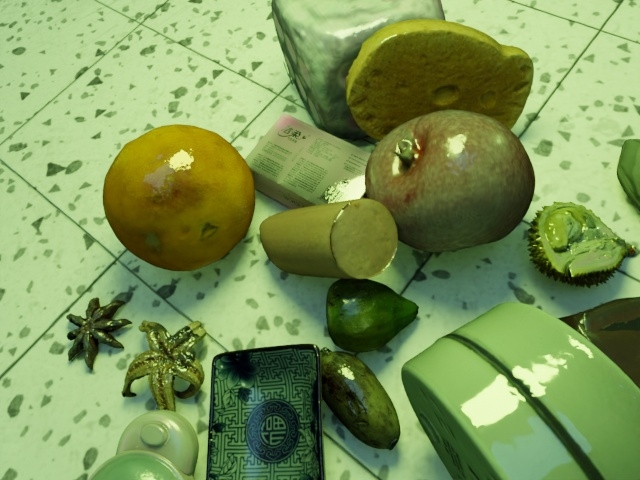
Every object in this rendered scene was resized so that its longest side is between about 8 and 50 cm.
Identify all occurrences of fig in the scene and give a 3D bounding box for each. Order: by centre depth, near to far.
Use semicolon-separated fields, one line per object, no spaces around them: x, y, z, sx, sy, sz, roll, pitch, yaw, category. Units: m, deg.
0.085;0.118;0.818;0.156;0.123;0.123;1;62;-3;fig

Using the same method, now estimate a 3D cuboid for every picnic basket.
0.448;0.211;0.691;0.222;0.129;0.297;-15;61;1;picnic basket

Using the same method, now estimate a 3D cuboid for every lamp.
-0.259;0.372;0.734;0.179;0.108;0.246;11;73;8;lamp

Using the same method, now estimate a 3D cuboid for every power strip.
0.250;0.256;0.580;0.161;0.357;0.357;-30;61;-8;power strip

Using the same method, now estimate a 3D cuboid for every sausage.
0.000;0.000;0.838;0.253;0.123;0.123;-1;52;58;sausage

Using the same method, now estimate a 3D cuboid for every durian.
0.421;0.008;0.831;0.208;0.102;0.147;1;62;-15;durian

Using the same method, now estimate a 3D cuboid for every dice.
0.073;-0.385;0.997;0.271;0.270;0.270;-24;60;-3;dice

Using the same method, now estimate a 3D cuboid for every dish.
-0.073;0.288;0.768;0.181;0.080;0.243;-9;64;14;dish

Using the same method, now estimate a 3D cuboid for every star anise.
-0.410;0.160;0.928;0.141;0.042;0.141;-4;63;7;star anise

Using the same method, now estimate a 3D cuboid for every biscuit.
0.201;-0.240;0.916;0.343;0.287;0.057;4;39;-18;biscuit

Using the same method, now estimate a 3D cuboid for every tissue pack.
-0.007;-0.125;0.975;0.246;0.092;0.148;30;72;23;tissue pack

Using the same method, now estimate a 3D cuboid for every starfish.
-0.264;0.220;0.855;0.146;0.074;0.190;-6;63;1;starfish

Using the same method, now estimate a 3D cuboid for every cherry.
0.212;-0.088;0.824;0.261;0.307;0.221;-3;81;51;cherry

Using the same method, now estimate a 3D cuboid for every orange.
-0.243;-0.075;0.899;0.261;0.261;0.261;-4;62;8;orange

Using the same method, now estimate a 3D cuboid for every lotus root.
0.052;0.237;0.772;0.080;0.089;0.179;-13;52;-43;lotus root

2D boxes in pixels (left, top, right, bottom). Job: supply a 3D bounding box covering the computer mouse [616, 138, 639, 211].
0.663;-0.040;0.782;0.228;0.145;0.429;-33;49;1;computer mouse
